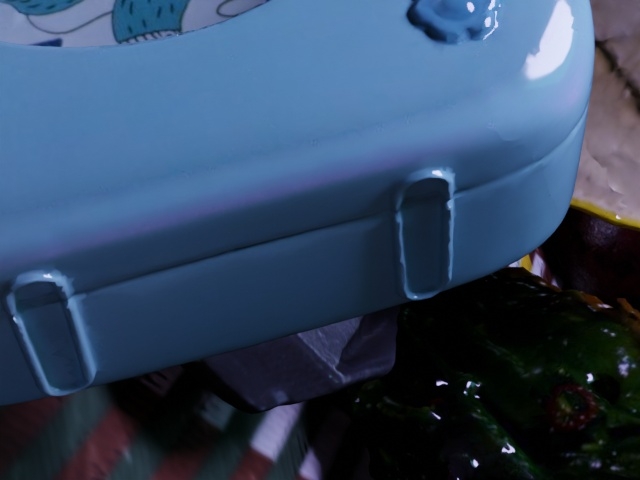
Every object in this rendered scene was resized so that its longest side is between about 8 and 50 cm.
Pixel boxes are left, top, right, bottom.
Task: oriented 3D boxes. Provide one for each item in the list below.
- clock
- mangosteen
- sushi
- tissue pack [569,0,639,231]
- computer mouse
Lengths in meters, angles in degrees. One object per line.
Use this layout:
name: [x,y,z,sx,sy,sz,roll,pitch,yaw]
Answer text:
clock: [-0.055,-0.094,0.494,0.094,0.223,0.274,85,-10,-54]
mangosteen: [0.272,-0.026,1.320,0.210,0.209,0.210,52,22,-33]
sushi: [0.101,0.094,0.693,0.140,0.149,0.287,35,-3,-32]
tissue pack: [0.106,-0.199,0.736,0.228,0.293,0.382,20,14,-11]
computer mouse: [-0.027,-0.002,0.662,0.126,0.071,0.231,54,21,-16]
